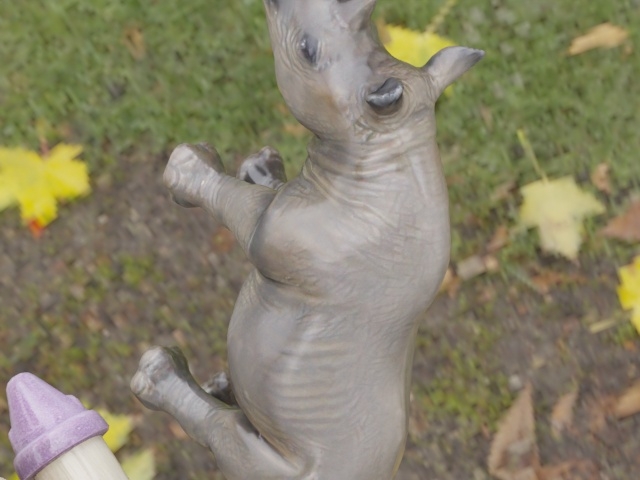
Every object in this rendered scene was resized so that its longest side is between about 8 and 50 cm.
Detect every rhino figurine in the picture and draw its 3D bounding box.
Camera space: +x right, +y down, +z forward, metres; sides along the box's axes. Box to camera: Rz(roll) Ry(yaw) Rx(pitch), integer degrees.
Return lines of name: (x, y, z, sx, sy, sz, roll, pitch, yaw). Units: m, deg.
rhino figurine: (0.000, 0.000, 0.633, 0.106, 0.243, 0.073, 32, 36, 32)

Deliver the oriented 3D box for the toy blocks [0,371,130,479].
toy blocks: (-0.292, 0.108, 0.888, 0.289, 0.309, 0.260, -38, 82, 23)
